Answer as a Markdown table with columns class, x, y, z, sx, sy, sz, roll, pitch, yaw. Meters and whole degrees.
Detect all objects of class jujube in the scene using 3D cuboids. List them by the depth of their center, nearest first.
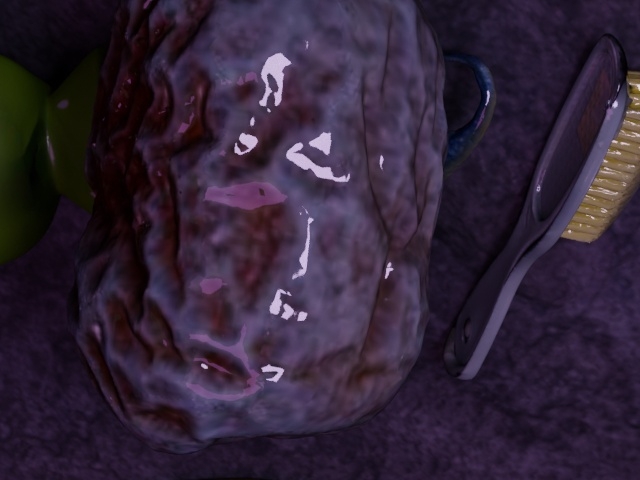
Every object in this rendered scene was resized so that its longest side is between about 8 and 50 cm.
| class | x | y | z | sx | sy | sz | roll | pitch | yaw |
| --- | --- | --- | --- | --- | --- | --- | --- | --- | --- |
| jujube | -0.036 | -0.032 | 1.107 | 0.226 | 0.226 | 0.317 | 3 | 88 | 19 |

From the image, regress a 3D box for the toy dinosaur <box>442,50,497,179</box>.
| class | x | y | z | sx | sy | sz | roll | pitch | yaw |
| --- | --- | --- | --- | --- | --- | --- | --- | --- | --- |
| toy dinosaur | 0.004 | 0.010 | 1.257 | 0.363 | 0.076 | 0.147 | -29 | 108 | 38 |

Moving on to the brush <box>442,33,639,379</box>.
| class | x | y | z | sx | sy | sz | roll | pitch | yaw |
| --- | --- | --- | --- | --- | --- | --- | --- | --- | --- |
| brush | 0.154 | -0.009 | 1.204 | 0.060 | 0.068 | 0.297 | 10 | 136 | -15 |

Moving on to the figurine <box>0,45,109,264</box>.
| class | x | y | z | sx | sy | sz | roll | pitch | yaw |
| --- | --- | --- | --- | --- | --- | --- | --- | --- | --- |
| figurine | -0.200 | -0.062 | 1.246 | 0.263 | 0.143 | 0.162 | -1 | 123 | 7 |

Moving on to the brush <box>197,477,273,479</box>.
| class | x | y | z | sx | sy | sz | roll | pitch | yaw |
| --- | --- | --- | --- | --- | --- | --- | --- | --- | --- |
| brush | -0.070 | 0.287 | 1.439 | 0.267 | 0.166 | 0.174 | 13 | 129 | 14 |
